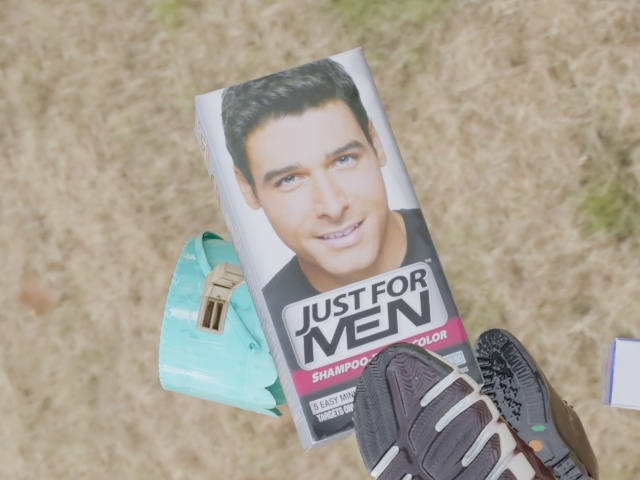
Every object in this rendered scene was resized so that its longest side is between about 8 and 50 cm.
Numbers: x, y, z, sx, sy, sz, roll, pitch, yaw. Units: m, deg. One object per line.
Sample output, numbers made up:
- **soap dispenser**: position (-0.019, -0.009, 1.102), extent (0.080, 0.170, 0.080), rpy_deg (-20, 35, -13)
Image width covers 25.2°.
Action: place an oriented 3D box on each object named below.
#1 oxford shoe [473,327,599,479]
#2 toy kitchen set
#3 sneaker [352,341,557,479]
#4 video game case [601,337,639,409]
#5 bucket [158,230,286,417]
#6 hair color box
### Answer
- **oxford shoe**: position (0.238, 0.194, 1.583), extent (0.083, 0.096, 0.227), rpy_deg (-24, 97, 28)
- **toy kitchen set**: position (-0.105, 0.076, 1.775), extent (0.083, 0.068, 0.075), rpy_deg (147, 136, -66)
- **sneaker**: position (0.144, 0.198, 1.061), extent (0.106, 0.162, 0.281), rpy_deg (-46, 62, 13)
- **video game case**: position (0.374, 0.131, 1.258), extent (0.244, 0.269, 0.061), rpy_deg (6, 85, 10)
- **bucket**: position (-0.126, 0.124, 2.160), extent (0.183, 0.281, 0.281), rpy_deg (10, 125, 5)
- **hair color box**: position (0.013, 0.009, 1.482), extent (0.113, 0.185, 0.374), rpy_deg (109, 143, -76)
